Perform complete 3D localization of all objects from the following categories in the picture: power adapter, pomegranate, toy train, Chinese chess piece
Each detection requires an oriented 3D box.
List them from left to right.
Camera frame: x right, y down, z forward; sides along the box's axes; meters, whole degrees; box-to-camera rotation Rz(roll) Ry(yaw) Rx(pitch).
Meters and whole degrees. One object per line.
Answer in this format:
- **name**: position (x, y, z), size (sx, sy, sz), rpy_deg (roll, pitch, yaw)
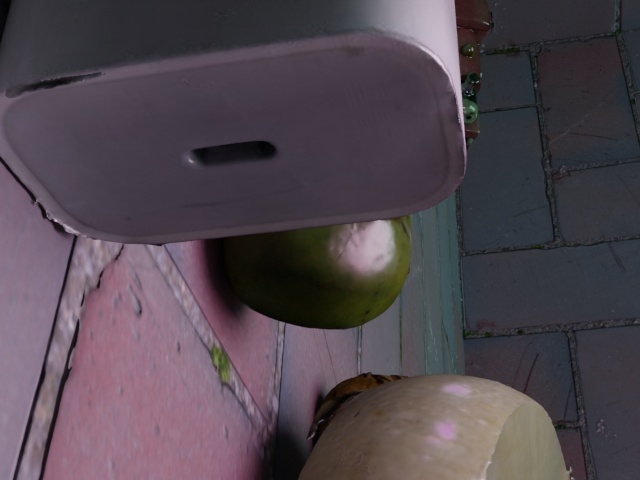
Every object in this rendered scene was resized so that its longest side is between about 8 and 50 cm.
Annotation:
- **power adapter**: position (-0.034, -0.137, 0.452), size (0.124, 0.187, 0.255), rpy_deg (69, 19, -56)
- **pomegranate**: position (0.000, 0.000, 0.699), size (0.191, 0.131, 0.151), rpy_deg (85, 12, -65)
- **Chinese chess piece**: position (0.084, 0.275, 0.726), size (0.349, 0.147, 0.349), rpy_deg (-3, 93, -62)
- **toy train**: position (0.239, -0.308, 1.819), size (0.221, 0.150, 0.304), rpy_deg (119, -26, -58)

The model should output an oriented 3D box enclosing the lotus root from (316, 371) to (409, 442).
- **lotus root**: position (0.038, 0.211, 0.888), size (0.108, 0.094, 0.190), rpy_deg (36, 47, -19)
